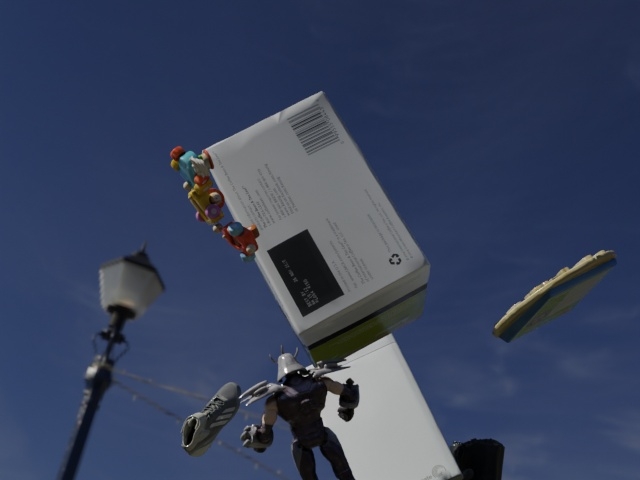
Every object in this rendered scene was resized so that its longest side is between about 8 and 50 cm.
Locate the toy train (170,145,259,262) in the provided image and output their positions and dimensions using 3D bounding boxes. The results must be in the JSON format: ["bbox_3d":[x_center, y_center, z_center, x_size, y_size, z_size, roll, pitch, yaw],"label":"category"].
[{"bbox_3d":[-0.129,-0.055,1.103,0.125,0.046,0.166,24,-35,47],"label":"toy train"}]

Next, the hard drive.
[{"bbox_3d":[0.116,0.386,1.797,0.233,0.353,0.047,-24,-32,-2],"label":"hard drive"}]

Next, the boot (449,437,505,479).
[{"bbox_3d":[0.363,0.521,1.795,0.247,0.207,0.094,-12,-35,45],"label":"boot"}]

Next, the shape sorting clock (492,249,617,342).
[{"bbox_3d":[0.331,0.076,1.214,0.206,0.040,0.206,-29,-23,-14],"label":"shape sorting clock"}]

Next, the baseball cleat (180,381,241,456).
[{"bbox_3d":[-0.259,0.418,2.038,0.072,0.205,0.109,17,-28,25],"label":"baseball cleat"}]

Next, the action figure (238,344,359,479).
[{"bbox_3d":[-0.013,0.284,1.204,0.185,0.284,0.099,-19,-4,-8],"label":"action figure"}]

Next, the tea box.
[{"bbox_3d":[0.000,0.000,1.384,0.220,0.329,0.323,-27,-17,-5],"label":"tea box"}]
